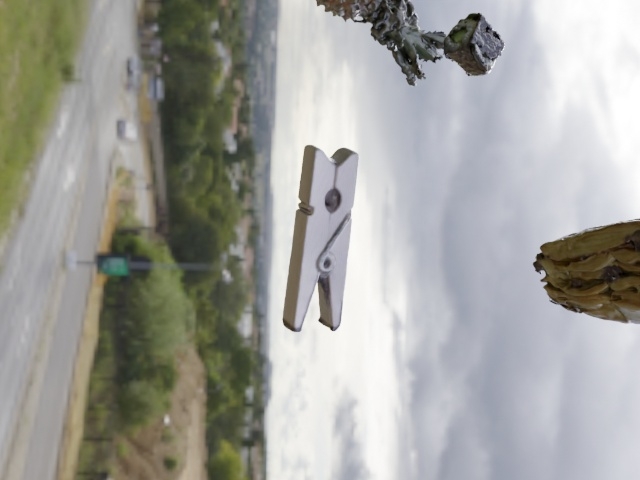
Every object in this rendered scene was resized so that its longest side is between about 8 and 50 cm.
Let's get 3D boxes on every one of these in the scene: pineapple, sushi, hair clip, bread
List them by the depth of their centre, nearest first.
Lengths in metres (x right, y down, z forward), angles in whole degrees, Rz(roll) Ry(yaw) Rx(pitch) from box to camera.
[{"bbox_3d":[0.555,0.063,1.822,0.324,0.277,0.167,-21,-114,54],"label":"bread"},{"bbox_3d":[-0.001,-0.002,1.871,0.085,0.101,0.331,-146,-120,-68],"label":"hair clip"},{"bbox_3d":[0.276,-0.346,1.888,0.098,0.084,0.094,8,-116,53],"label":"sushi"},{"bbox_3d":[0.083,-0.437,1.920,0.361,0.175,0.175,53,6,-12],"label":"pineapple"}]
